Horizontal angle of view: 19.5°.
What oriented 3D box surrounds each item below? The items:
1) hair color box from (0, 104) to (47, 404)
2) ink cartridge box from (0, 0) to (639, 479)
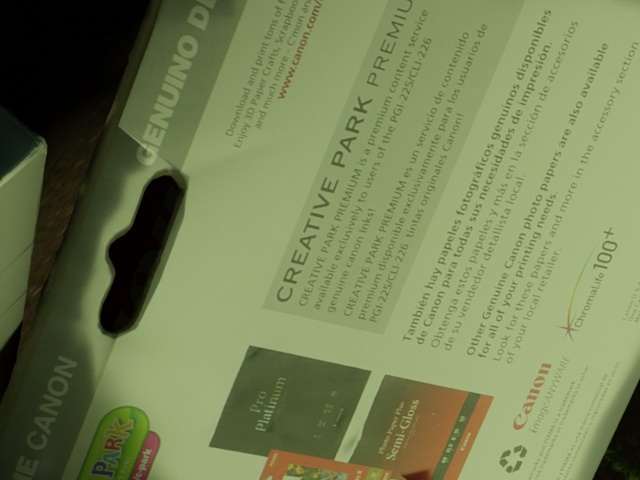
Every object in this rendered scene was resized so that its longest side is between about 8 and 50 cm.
[{"bbox_3d":[-0.196,0.060,0.634,0.174,0.105,0.347,-47,174,-24],"label":"hair color box"},{"bbox_3d":[0.000,0.000,0.745,0.272,0.130,0.309,14,107,-32],"label":"ink cartridge box"}]
